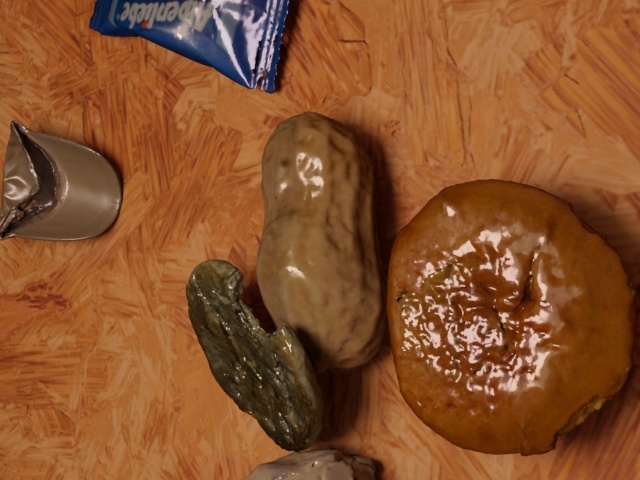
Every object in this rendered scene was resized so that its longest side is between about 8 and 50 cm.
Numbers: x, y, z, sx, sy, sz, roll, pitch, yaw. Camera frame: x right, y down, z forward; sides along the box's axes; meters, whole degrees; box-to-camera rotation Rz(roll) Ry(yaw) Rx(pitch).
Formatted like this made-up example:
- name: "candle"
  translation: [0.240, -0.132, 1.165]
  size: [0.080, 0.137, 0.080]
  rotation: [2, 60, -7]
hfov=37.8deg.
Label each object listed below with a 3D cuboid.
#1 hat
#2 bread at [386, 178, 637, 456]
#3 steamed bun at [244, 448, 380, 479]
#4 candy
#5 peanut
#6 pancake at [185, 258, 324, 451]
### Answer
- name: "hat"
  translation: [-0.367, -0.069, 1.317]
  size: [0.173, 0.144, 0.166]
  rotation: [12, 93, -13]
- name: "bread"
  translation: [0.189, 0.070, 0.917]
  size: [0.268, 0.145, 0.269]
  rotation: [0, 89, 27]
- name: "steamed bun"
  translation: [-0.083, 0.403, 1.010]
  size: [0.346, 0.237, 0.394]
  rotation: [24, 101, 30]
- name: "candy"
  translation: [-0.170, -0.318, 1.194]
  size: [0.331, 0.077, 0.187]
  rotation: [23, 107, 31]
- name: "peanut"
  translation: [-0.001, 0.003, 1.028]
  size: [0.143, 0.159, 0.291]
  rotation: [-4, 85, 9]
- name: "pancake"
  translation: [-0.076, 0.132, 1.056]
  size: [0.253, 0.037, 0.254]
  rotation: [41, 149, 32]
